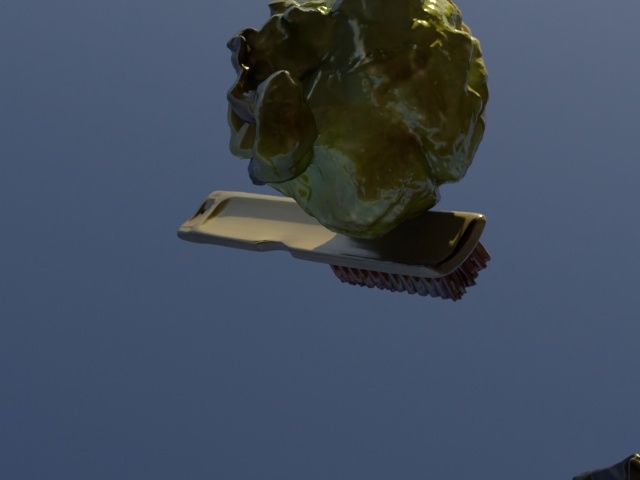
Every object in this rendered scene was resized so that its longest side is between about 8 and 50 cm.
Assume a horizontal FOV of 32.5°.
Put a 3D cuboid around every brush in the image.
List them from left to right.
[{"bbox_3d":[0.000,0.000,0.840,0.060,0.321,0.050,-51,-56,-23],"label":"brush"}]

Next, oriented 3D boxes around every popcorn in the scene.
[{"bbox_3d":[0.016,-0.095,0.742,0.213,0.198,0.198,-17,-114,-40],"label":"popcorn"}]

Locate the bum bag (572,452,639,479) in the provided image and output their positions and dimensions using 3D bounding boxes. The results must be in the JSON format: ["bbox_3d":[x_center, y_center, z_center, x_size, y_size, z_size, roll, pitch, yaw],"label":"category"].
[{"bbox_3d":[0.281,0.332,0.963,0.074,0.137,0.309,-10,-80,-32],"label":"bum bag"}]
